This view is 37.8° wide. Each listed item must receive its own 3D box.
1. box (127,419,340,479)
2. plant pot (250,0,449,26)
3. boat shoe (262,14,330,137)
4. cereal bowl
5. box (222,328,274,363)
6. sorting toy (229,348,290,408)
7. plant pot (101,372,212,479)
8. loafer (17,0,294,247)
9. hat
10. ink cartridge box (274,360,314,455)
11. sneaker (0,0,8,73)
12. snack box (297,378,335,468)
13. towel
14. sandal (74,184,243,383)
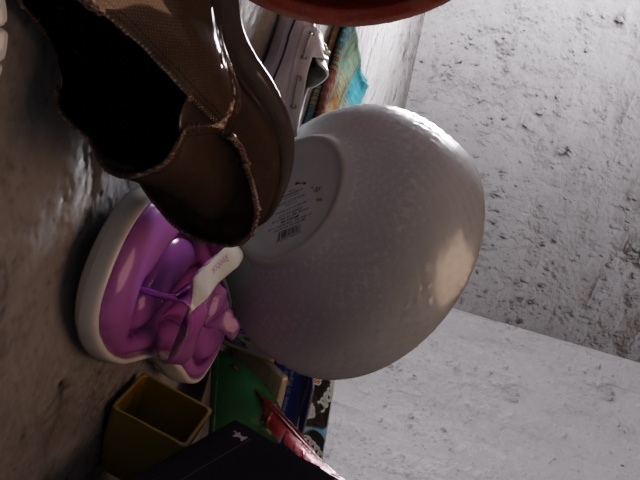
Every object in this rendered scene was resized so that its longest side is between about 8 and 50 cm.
[{"bbox_3d":[-0.062,0.337,0.748,0.343,0.312,0.179,-17,126,-56],"label":"box"},{"bbox_3d":[0.028,-0.310,0.685,0.265,0.272,0.272,-76,179,-70],"label":"plant pot"},{"bbox_3d":[-0.025,-0.209,1.120,0.083,0.076,0.226,91,16,-64],"label":"boat shoe"},{"bbox_3d":[0.009,-0.019,1.071,0.141,0.339,0.339,36,65,-41],"label":"cereal bowl"},{"bbox_3d":[-0.100,0.124,1.246,0.136,0.081,0.028,89,23,-68],"label":"box"},{"bbox_3d":[-0.090,0.234,1.372,0.046,0.132,0.274,0,112,-38],"label":"sorting toy"},{"bbox_3d":[-0.169,0.197,0.924,0.083,0.081,0.081,-64,176,19],"label":"plant pot"},{"bbox_3d":[-0.113,-0.090,0.596,0.366,0.134,0.130,74,36,-58],"label":"loafer"},{"bbox_3d":[-0.053,0.226,1.215,0.173,0.183,0.208,106,-15,-66],"label":"hat"},{"bbox_3d":[-0.064,0.222,1.508,0.307,0.072,0.303,-87,-172,-53],"label":"ink cartridge box"},{"bbox_3d":[-0.178,-0.059,0.383,0.076,0.065,0.166,-44,148,-68],"label":"sneaker"},{"bbox_3d":[-0.012,0.225,1.611,0.187,0.060,0.322,-109,-153,-75],"label":"snack box"},{"bbox_3d":[0.025,-0.213,1.627,0.370,0.040,0.271,54,52,-80],"label":"towel"},{"bbox_3d":[-0.117,0.053,0.888,0.416,0.102,0.169,72,35,-77],"label":"sandal"}]
